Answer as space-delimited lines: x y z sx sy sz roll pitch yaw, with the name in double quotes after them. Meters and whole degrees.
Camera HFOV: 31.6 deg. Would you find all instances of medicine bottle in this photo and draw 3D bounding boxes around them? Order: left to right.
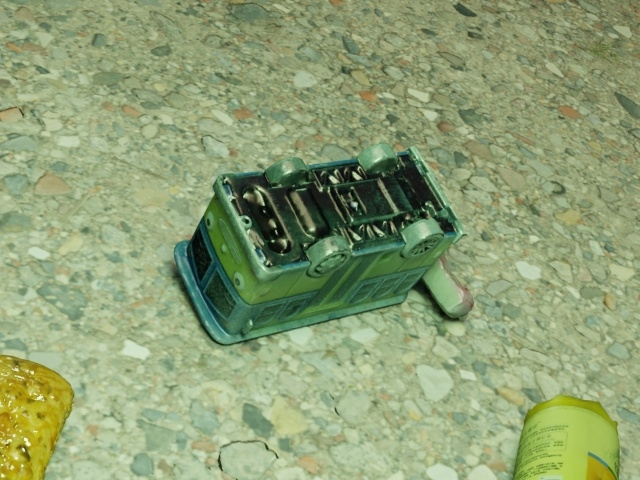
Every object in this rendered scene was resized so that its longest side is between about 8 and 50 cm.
0.270 0.277 1.247 0.124 0.124 0.239 24 36 3 "medicine bottle"

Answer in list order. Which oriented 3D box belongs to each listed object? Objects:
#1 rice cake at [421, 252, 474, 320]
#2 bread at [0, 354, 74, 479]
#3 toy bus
0.126 -0.002 1.558 0.051 0.081 0.290 -35 53 1 "rice cake"
-0.311 0.202 1.079 0.113 0.083 0.211 20 38 -10 "bread"
0.000 0.000 1.390 0.312 0.190 0.152 -11 63 -36 "toy bus"
